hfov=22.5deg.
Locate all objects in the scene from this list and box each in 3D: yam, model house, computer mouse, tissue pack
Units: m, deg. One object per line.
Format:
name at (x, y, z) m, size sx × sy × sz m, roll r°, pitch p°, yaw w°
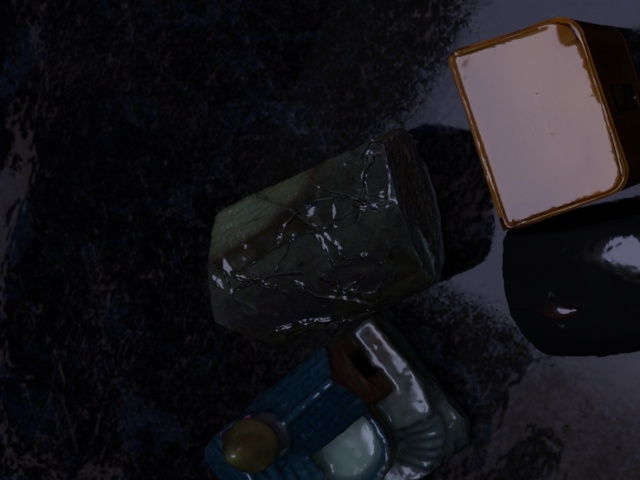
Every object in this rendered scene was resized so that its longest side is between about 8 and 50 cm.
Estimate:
yam at (0.002, 0.004, 1.863) m, size 0.271 × 0.202 × 0.201 m, roll -17°, pitch 95°, yaw 21°
model house at (-0.013, 0.246, 1.829) m, size 0.267 × 0.325 × 0.194 m, roll -41°, pitch 79°, yaw 19°
computer mouse at (0.336, 0.046, 1.776) m, size 0.269 × 0.100 × 0.170 m, roll -12°, pitch 112°, yaw 22°
tissue pack at (0.259, -0.132, 1.716) m, size 0.145 × 0.274 × 0.194 m, roll -21°, pitch 89°, yaw 20°
